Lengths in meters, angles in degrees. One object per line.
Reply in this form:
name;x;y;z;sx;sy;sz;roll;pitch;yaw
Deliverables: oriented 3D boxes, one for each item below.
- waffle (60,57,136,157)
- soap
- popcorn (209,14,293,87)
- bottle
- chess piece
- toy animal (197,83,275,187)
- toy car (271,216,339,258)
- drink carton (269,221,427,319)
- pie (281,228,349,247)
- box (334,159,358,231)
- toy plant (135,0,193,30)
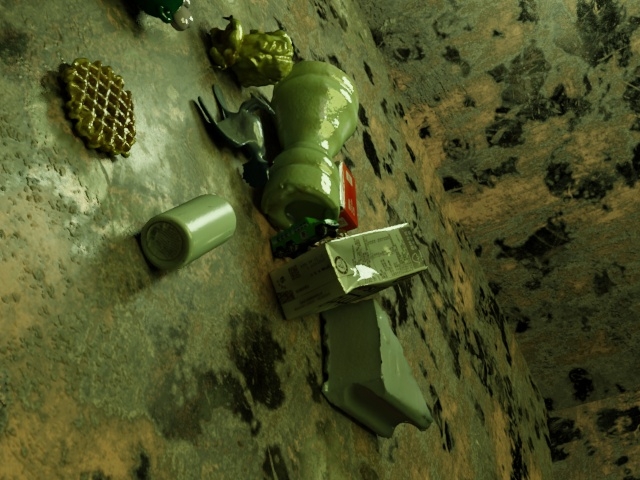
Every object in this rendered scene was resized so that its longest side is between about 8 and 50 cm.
waffle;-0.381;-0.235;1.368;0.191;0.038;0.191;47;32;-42
soap;0.135;0.311;1.921;0.302;0.159;0.257;47;29;-45
popcorn;-0.163;-0.453;1.898;0.195;0.168;0.173;26;84;-45
bottle;-0.227;-0.025;1.447;0.104;0.104;0.245;66;23;-6
chess piece;-0.033;-0.226;1.944;0.234;0.234;0.441;50;34;-38
toy animal;-0.182;-0.251;1.793;0.255;0.176;0.239;40;8;23
toy car;-0.036;-0.011;1.793;0.071;0.165;0.062;5;60;-60
drink carton;0.070;0.068;1.803;0.325;0.194;0.131;-12;77;-49
pie;0.003;0.001;1.907;0.191;0.088;0.033;-2;113;-34
box;0.019;-0.102;2.036;0.099;0.133;0.182;50;30;-42
toy plant;-0.347;-0.545;1.622;0.232;0.113;0.243;40;30;-41
